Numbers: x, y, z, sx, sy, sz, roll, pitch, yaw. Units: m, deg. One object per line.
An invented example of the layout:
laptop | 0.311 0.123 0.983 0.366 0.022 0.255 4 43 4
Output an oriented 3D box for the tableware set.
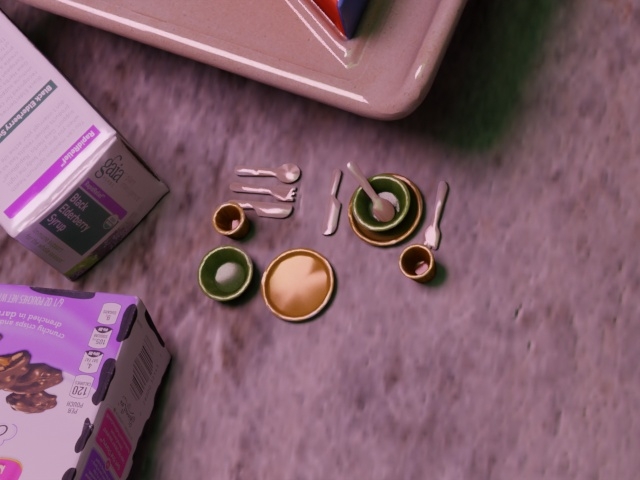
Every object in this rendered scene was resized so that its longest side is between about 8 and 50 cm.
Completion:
tableware set | 0.000 0.000 1.016 0.154 0.024 0.104 6 74 19

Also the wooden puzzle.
wooden puzzle | -0.041 -0.268 1.008 0.348 0.080 0.322 18 76 19

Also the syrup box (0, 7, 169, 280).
syrup box | -0.216 -0.091 1.078 0.096 0.093 0.237 -43 65 -1

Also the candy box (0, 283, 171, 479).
candy box | -0.201 0.125 0.982 0.165 0.070 0.196 4 55 19
